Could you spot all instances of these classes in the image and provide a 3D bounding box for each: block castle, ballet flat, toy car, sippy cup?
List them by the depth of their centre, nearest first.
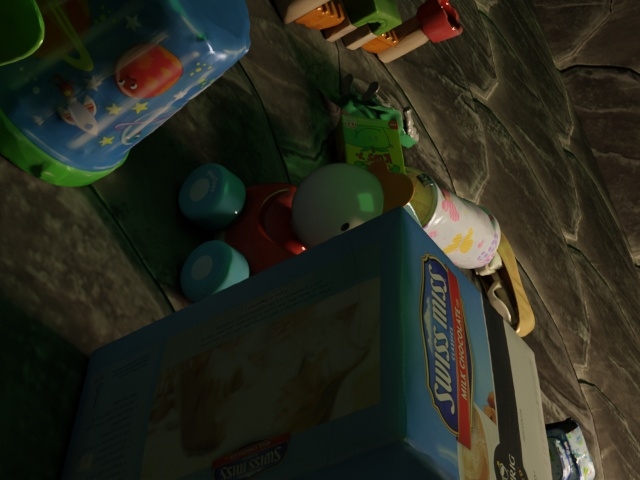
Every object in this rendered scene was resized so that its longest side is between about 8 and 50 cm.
[{"bbox_3d":[-0.197,-0.200,1.024,0.240,0.224,0.305,49,29,-31],"label":"sippy cup"},{"bbox_3d":[0.000,0.000,1.204,0.219,0.238,0.210,37,37,-44],"label":"toy car"},{"bbox_3d":[0.074,-0.498,1.820,0.453,0.213,0.302,3,65,-61],"label":"block castle"},{"bbox_3d":[0.322,0.068,1.952,0.073,0.080,0.232,-19,83,-49],"label":"ballet flat"}]

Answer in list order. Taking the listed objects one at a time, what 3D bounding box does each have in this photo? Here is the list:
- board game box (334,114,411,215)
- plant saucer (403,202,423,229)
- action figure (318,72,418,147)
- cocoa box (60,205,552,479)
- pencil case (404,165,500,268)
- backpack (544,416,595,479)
[{"bbox_3d":[0.077,-0.104,1.615,0.092,0.043,0.181,5,53,-15],"label":"board game box"},{"bbox_3d":[0.085,0.074,1.457,0.318,0.044,0.317,31,55,-58],"label":"plant saucer"},{"bbox_3d":[0.106,-0.202,1.756,0.063,0.137,0.232,-63,151,-3],"label":"action figure"},{"bbox_3d":[-0.016,0.176,0.889,0.228,0.347,0.231,45,32,-34],"label":"cocoa box"},{"bbox_3d":[0.191,-0.033,1.747,0.273,0.113,0.124,23,24,-54],"label":"pencil case"},{"bbox_3d":[0.390,0.366,1.785,0.084,0.105,0.114,-23,88,-42],"label":"backpack"}]
